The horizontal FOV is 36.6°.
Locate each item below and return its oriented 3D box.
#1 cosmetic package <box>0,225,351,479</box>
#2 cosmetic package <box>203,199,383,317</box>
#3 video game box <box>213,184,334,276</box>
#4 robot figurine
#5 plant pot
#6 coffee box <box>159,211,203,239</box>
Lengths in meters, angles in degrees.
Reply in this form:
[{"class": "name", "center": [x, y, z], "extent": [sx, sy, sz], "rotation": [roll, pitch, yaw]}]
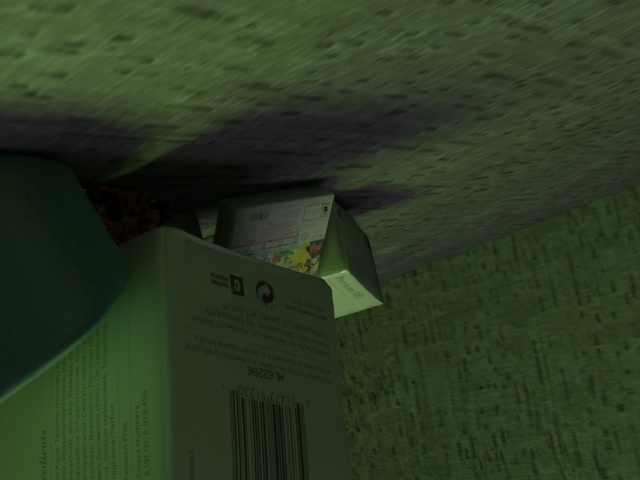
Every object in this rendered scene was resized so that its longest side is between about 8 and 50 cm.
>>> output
[{"class": "cosmetic package", "center": [-0.220, 0.222, 1.281], "extent": [0.394, 0.327, 0.329], "rotation": [-21, 153, 33]}, {"class": "cosmetic package", "center": [-0.103, 0.076, 1.769], "extent": [0.385, 0.156, 0.217], "rotation": [-18, 155, 17]}, {"class": "video game box", "center": [-0.080, 0.014, 1.511], "extent": [0.205, 0.187, 0.048], "rotation": [-11, -149, -43]}, {"class": "robot figurine", "center": [-0.331, 0.007, 1.288], "extent": [0.291, 0.085, 0.211], "rotation": [-22, 165, 32]}, {"class": "plant pot", "center": [-0.357, 0.043, 1.028], "extent": [0.252, 0.247, 0.247], "rotation": [-32, -177, -38]}, {"class": "coffee box", "center": [-0.311, 0.041, 1.497], "extent": [0.247, 0.098, 0.141], "rotation": [-23, 169, 34]}]
